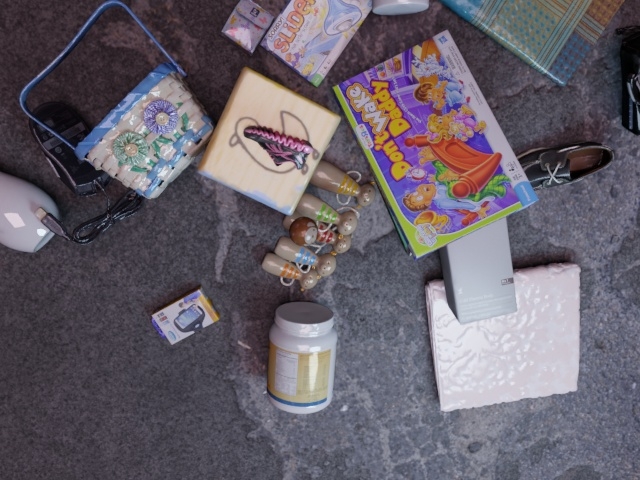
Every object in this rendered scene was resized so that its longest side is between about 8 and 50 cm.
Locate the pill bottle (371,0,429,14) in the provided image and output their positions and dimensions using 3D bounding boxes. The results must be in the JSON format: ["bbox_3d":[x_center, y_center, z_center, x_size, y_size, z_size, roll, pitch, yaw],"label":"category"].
[{"bbox_3d":[0.137,-0.531,0.982,0.136,0.136,0.246,-3,101,-3],"label":"pill bottle"}]

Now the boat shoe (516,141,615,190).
[{"bbox_3d":[0.476,-0.149,1.151,0.232,0.079,0.084,-16,108,2],"label":"boat shoe"}]

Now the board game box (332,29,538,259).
[{"bbox_3d":[0.202,-0.170,1.031,0.233,0.078,0.347,-26,82,3],"label":"board game box"}]

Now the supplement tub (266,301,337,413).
[{"bbox_3d":[-0.039,0.244,1.191,0.144,0.144,0.200,3,105,-4],"label":"supplement tub"}]

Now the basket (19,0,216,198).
[{"bbox_3d":[-0.341,-0.239,1.006,0.289,0.201,0.255,42,93,-9],"label":"basket"}]

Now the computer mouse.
[{"bbox_3d":[-0.485,-0.119,1.080,0.184,0.060,0.262,-47,113,-27],"label":"computer mouse"}]

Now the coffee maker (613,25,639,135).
[{"bbox_3d":[0.646,-0.307,1.092,0.120,0.171,0.178,-7,129,21],"label":"coffee maker"}]

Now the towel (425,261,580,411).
[{"bbox_3d":[0.410,0.214,1.260,0.331,0.053,0.317,-8,107,-1],"label":"towel"}]

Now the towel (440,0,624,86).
[{"bbox_3d":[0.399,-0.506,1.069,0.370,0.040,0.272,30,103,-13],"label":"towel"}]

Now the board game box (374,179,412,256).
[{"bbox_3d":[0.215,-0.151,1.149,0.213,0.046,0.318,-24,105,2],"label":"board game box"}]

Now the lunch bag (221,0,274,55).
[{"bbox_3d":[-0.136,-0.403,1.055,0.071,0.053,0.083,33,92,-13],"label":"lunch bag"}]

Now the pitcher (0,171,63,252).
[{"bbox_3d":[-0.610,-0.061,1.055,0.207,0.178,0.125,41,120,-12],"label":"pitcher"}]

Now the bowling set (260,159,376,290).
[{"bbox_3d":[0.000,0.000,1.105,0.154,0.200,0.287,24,107,-11],"label":"bowling set"}]

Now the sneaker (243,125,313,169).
[{"bbox_3d":[-0.074,-0.152,0.936,0.119,0.047,0.057,19,115,-8],"label":"sneaker"}]

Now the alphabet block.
[{"bbox_3d":[-0.093,-0.187,1.045,0.192,0.193,0.197,24,103,-11],"label":"alphabet block"}]

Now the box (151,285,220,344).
[{"bbox_3d":[-0.295,0.165,1.214,0.136,0.028,0.081,-29,105,3],"label":"box"}]

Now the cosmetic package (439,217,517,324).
[{"bbox_3d":[0.307,0.031,1.128,0.127,0.107,0.238,-13,107,2],"label":"cosmetic package"}]

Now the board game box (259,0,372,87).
[{"bbox_3d":[-0.003,-0.414,1.068,0.136,0.035,0.201,33,100,-12],"label":"board game box"}]
